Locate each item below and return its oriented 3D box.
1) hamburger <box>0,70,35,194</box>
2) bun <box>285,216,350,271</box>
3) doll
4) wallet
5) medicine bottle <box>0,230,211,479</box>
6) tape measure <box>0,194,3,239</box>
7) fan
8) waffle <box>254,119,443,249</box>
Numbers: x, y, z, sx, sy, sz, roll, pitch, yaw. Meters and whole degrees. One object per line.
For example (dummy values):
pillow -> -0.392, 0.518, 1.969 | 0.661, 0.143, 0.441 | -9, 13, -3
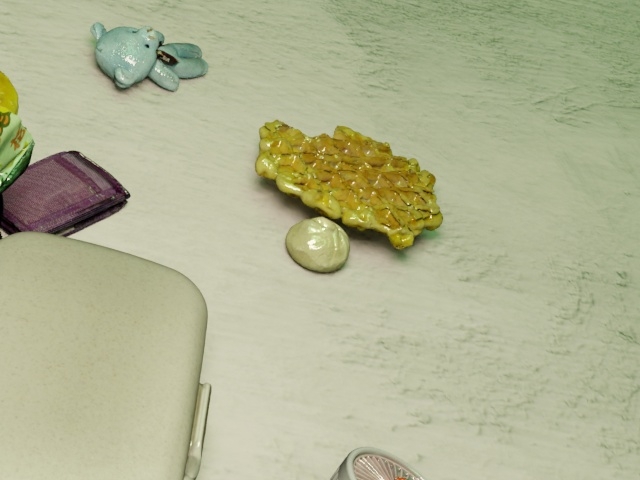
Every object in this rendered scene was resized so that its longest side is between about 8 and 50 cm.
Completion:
hamburger -> -0.404, -0.136, 1.251 | 0.214, 0.125, 0.235 | 31, 55, 2
bun -> 0.000, 0.000, 1.537 | 0.086, 0.055, 0.086 | 16, 38, -13
doll -> -0.235, -0.269, 1.706 | 0.179, 0.075, 0.120 | -9, 53, -34
wallet -> -0.324, -0.055, 1.450 | 0.111, 0.030, 0.166 | 40, 41, 17
medicine bottle -> -0.248, 0.154, 1.176 | 0.282, 0.123, 0.375 | 17, 38, -12
tape measure -> -0.439, -0.031, 1.303 | 0.186, 0.112, 0.199 | -11, 52, -39
fan -> 0.062, 0.291, 1.169 | 0.130, 0.074, 0.244 | 34, 20, -6
waffle -> 0.041, -0.089, 1.640 | 0.291, 0.051, 0.291 | 18, 27, -10
